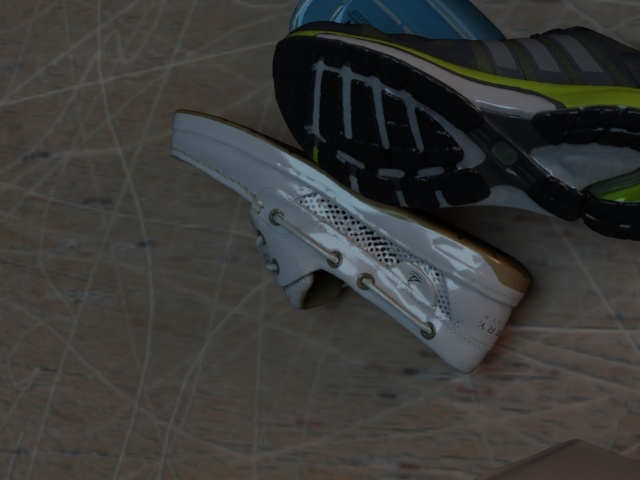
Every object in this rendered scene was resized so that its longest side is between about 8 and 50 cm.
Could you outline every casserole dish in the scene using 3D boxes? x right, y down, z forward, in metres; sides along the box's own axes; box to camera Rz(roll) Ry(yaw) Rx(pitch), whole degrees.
[{"bbox_3d":[0.050,-0.127,1.277,0.114,0.037,0.188,-49,64,13],"label":"casserole dish"}]

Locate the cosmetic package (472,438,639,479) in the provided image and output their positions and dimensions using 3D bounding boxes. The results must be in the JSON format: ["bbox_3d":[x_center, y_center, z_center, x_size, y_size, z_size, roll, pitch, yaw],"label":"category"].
[{"bbox_3d":[0.229,0.320,0.917,0.394,0.327,0.329,19,92,14],"label":"cosmetic package"}]

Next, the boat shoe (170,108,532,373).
[{"bbox_3d":[0.000,0.000,1.251,0.277,0.098,0.096,29,96,26],"label":"boat shoe"}]

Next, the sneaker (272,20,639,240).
[{"bbox_3d":[0.114,-0.082,1.183,0.300,0.121,0.111,15,125,16],"label":"sneaker"}]
